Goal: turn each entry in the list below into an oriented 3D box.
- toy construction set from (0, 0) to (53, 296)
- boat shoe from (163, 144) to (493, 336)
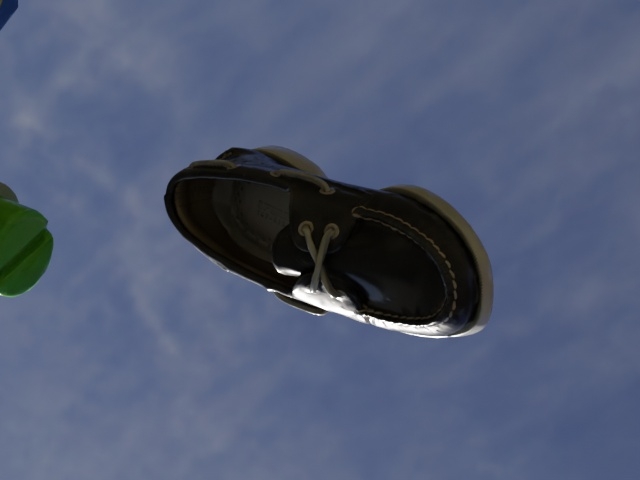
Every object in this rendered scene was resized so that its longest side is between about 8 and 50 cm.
[{"bbox_3d":[-0.183,-0.039,0.542,0.151,0.327,0.215,28,-111,19],"label":"toy construction set"},{"bbox_3d":[0.000,0.000,0.589,0.125,0.038,0.046,29,-59,46],"label":"boat shoe"}]
